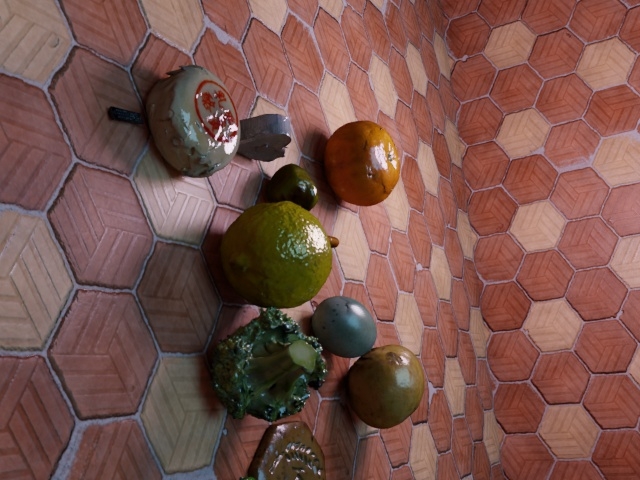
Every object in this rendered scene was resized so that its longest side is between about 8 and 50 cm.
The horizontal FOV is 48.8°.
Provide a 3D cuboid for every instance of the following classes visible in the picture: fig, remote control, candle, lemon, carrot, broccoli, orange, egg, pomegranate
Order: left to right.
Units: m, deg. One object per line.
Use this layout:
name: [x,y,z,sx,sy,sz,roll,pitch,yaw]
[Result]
remote control: [-0.418,-0.266,1.516,0.091,0.016,0.034,0,64,-62]
candle: [-0.166,-0.270,1.864,0.169,0.192,0.068,1,73,-17]
broccoli: [-0.121,0.287,1.642,0.288,0.235,0.259,-39,154,-44]
lemon: [-0.101,0.036,1.734,0.322,0.268,0.268,-11,90,-62]
fig: [-0.079,-0.140,1.968,0.154,0.144,0.165,10,50,-44]
carrot: [0.000,0.000,2.180,0.190,0.037,0.037,8,73,-57]
egg: [0.070,0.253,2.063,0.236,0.169,0.169,46,42,-47]
orange: [0.135,-0.250,2.313,0.284,0.226,0.283,19,67,-55]
pomegranate: [0.204,0.441,2.172,0.260,0.261,0.260,32,53,-54]

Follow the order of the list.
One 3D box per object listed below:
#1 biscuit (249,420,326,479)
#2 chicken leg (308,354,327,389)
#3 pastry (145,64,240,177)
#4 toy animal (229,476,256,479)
biscuit: [-0.070,0.634,1.797,0.359,0.046,0.358,33,51,-55]
chicken leg: [-0.072,0.284,1.853,0.093,0.113,0.304,-50,131,-14]
pastry: [-0.291,-0.273,1.639,0.265,0.133,0.264,22,64,-54]
toy animal: [-0.178,0.636,1.567,0.104,0.100,0.208,0,80,-22]
